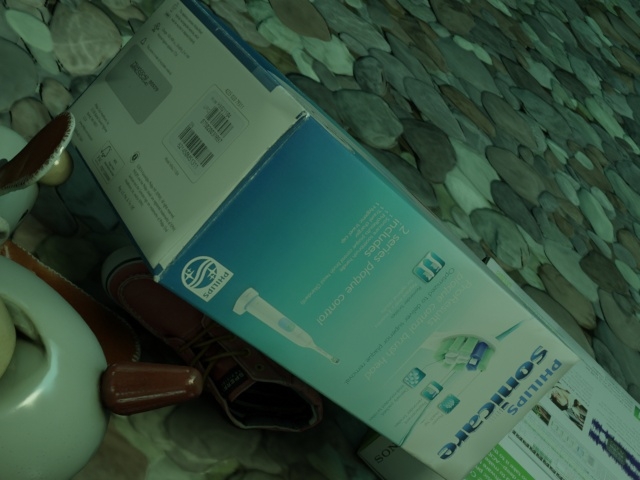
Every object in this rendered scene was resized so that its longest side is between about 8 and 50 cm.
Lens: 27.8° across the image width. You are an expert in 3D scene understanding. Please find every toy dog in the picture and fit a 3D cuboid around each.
[{"bbox_3d":[-0.152,0.023,0.702,0.220,0.161,0.333,81,-4,-56],"label":"toy dog"}]

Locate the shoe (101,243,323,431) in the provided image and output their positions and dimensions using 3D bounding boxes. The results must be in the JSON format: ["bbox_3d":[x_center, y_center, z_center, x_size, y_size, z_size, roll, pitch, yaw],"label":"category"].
[{"bbox_3d":[-0.069,0.069,0.882,0.178,0.063,0.081,31,26,-32],"label":"shoe"}]

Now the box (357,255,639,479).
[{"bbox_3d":[0.172,0.165,1.083,0.232,0.058,0.322,44,27,-1],"label":"box"}]

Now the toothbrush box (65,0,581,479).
[{"bbox_3d":[0.000,0.000,0.839,0.295,0.126,0.216,40,6,-37],"label":"toothbrush box"}]
